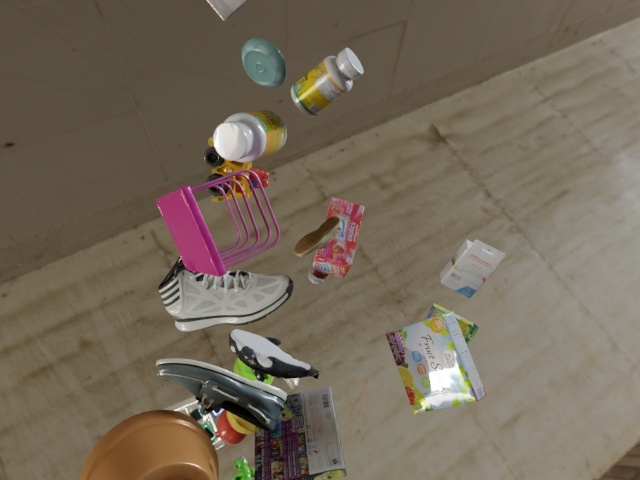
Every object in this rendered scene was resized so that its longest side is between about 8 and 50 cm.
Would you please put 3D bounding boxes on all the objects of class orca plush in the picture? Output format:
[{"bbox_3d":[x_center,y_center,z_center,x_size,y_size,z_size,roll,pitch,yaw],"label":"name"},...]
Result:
[{"bbox_3d":[-0.144,0.357,1.222,0.151,0.287,0.102,-56,-17,-76],"label":"orca plush"}]

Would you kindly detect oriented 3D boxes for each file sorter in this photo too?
[{"bbox_3d":[-0.252,-0.048,1.043,0.182,0.202,0.291,-26,13,-28],"label":"file sorter"}]

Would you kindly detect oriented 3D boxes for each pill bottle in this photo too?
[{"bbox_3d":[-0.202,-0.300,1.225,0.136,0.136,0.245,-42,3,26],"label":"pill bottle"},{"bbox_3d":[0.021,-0.475,1.276,0.208,0.117,0.118,-29,-13,31],"label":"pill bottle"},{"bbox_3d":[0.006,0.095,1.610,0.086,0.086,0.152,-19,-32,-37],"label":"pill bottle"}]

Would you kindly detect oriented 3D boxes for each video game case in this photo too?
[{"bbox_3d":[-0.058,0.485,1.049,0.210,0.232,0.041,-12,-58,-2],"label":"video game case"}]

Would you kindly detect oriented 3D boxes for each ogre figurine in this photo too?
[{"bbox_3d":[-0.302,0.945,1.677,0.097,0.197,0.118,8,-51,-9],"label":"ogre figurine"}]

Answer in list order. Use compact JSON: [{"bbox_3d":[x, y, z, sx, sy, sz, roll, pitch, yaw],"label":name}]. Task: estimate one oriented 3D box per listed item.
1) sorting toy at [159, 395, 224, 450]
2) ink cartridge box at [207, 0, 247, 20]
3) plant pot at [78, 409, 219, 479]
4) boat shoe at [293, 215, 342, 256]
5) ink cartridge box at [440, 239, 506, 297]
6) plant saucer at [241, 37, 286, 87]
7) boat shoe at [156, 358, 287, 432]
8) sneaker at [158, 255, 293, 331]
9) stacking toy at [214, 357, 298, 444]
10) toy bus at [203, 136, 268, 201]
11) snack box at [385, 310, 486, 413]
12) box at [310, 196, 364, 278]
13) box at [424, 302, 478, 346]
[{"bbox_3d":[-0.405,0.601,1.367,0.047,0.196,0.348,-41,-18,21],"label":"sorting toy"},{"bbox_3d":[-0.199,-0.657,0.886,0.261,0.296,0.066,-40,11,5],"label":"ink cartridge box"},{"bbox_3d":[-0.333,0.525,0.875,0.291,0.290,0.203,-22,7,-30],"label":"plant pot"},{"bbox_3d":[0.000,0.000,1.253,0.170,0.063,0.059,-37,-47,-10],"label":"boat shoe"},{"bbox_3d":[0.453,0.072,1.270,0.181,0.104,0.061,-62,1,32],"label":"ink cartridge box"},{"bbox_3d":[-0.135,-0.402,0.977,0.021,0.119,0.119,-60,-1,-33],"label":"plant saucer"},{"bbox_3d":[-0.237,0.360,0.991,0.320,0.099,0.116,22,-32,-12],"label":"boat shoe"},{"bbox_3d":[-0.330,0.148,1.407,0.448,0.169,0.257,-16,-54,7],"label":"sneaker"},{"bbox_3d":[-0.174,0.509,1.310,0.309,0.279,0.130,26,-65,-28],"label":"stacking toy"},{"bbox_3d":[-0.287,-0.249,1.480,0.212,0.220,0.149,0,20,1],"label":"toy bus"},{"bbox_3d":[0.277,0.299,1.039,0.175,0.207,0.070,-29,-17,37],"label":"snack box"},{"bbox_3d":[0.063,-0.011,1.514,0.122,0.128,0.256,110,177,-58],"label":"box"},{"bbox_3d":[0.471,0.318,1.547,0.105,0.179,0.043,-68,-10,18],"label":"box"}]
